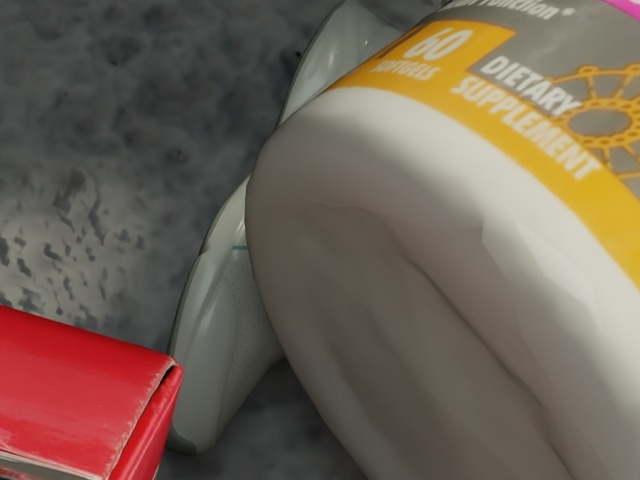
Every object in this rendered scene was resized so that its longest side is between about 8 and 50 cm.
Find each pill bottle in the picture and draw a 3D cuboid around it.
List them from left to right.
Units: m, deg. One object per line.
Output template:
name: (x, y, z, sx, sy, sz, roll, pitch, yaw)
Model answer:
pill bottle: (0.129, -0.034, 0.529, 0.278, 0.162, 0.162, -37, 78, -23)

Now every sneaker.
sneaker: (0.000, 0.000, 0.574, 0.061, 0.054, 0.152, 27, 72, 2)

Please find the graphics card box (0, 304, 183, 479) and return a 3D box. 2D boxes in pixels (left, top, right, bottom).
graphics card box: (-0.185, 0.165, 0.390, 0.232, 0.094, 0.371, 16, 106, 1)
